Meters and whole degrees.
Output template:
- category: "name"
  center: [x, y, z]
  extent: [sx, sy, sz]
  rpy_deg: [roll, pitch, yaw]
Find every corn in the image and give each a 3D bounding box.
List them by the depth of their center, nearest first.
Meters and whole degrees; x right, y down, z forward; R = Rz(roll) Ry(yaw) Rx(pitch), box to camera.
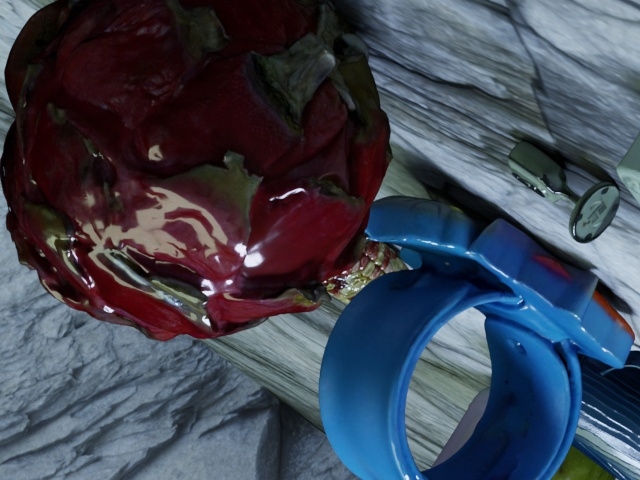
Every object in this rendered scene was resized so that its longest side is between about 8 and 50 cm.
- category: "corn"
  center: [0.000, 0.000, 2.101]
  extent: [0.290, 0.098, 0.098]
  rpy_deg: [34, 170, -24]

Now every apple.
- category: "apple"
  center: [-0.252, -0.162, 1.967]
  extent: [0.156, 0.147, 0.158]
  rpy_deg: [-10, 142, 43]

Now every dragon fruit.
- category: "dragon fruit"
  center: [-0.098, -0.069, 1.478]
  extent: [0.329, 0.329, 0.329]
  rpy_deg: [31, 169, 7]

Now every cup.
- category: "cup"
  center: [0.322, 0.170, 1.958]
  extent: [0.138, 0.150, 0.113]
  rpy_deg: [35, -157, -5]

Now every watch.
- category: "watch"
  center: [0.117, 0.113, 1.777]
  extent: [0.305, 0.275, 0.241]
  rpy_deg: [33, 171, -30]

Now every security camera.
- category: "security camera"
  center: [0.190, -0.042, 1.489]
  extent: [0.092, 0.058, 0.058]
  rpy_deg: [35, 173, 35]

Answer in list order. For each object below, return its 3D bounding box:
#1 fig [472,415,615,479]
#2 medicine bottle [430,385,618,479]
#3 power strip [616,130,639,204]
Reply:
- category: "fig"
  center: [0.263, 0.261, 2.285]
  extent: [0.195, 0.195, 0.245]
  rpy_deg: [37, -173, -24]
- category: "medicine bottle"
  center: [0.249, 0.377, 2.506]
  extent: [0.241, 0.302, 0.241]
  rpy_deg: [31, 169, 7]
- category: "power strip"
  center: [0.337, 0.034, 1.362]
  extent: [0.091, 0.062, 0.385]
  rpy_deg: [22, 164, 44]
